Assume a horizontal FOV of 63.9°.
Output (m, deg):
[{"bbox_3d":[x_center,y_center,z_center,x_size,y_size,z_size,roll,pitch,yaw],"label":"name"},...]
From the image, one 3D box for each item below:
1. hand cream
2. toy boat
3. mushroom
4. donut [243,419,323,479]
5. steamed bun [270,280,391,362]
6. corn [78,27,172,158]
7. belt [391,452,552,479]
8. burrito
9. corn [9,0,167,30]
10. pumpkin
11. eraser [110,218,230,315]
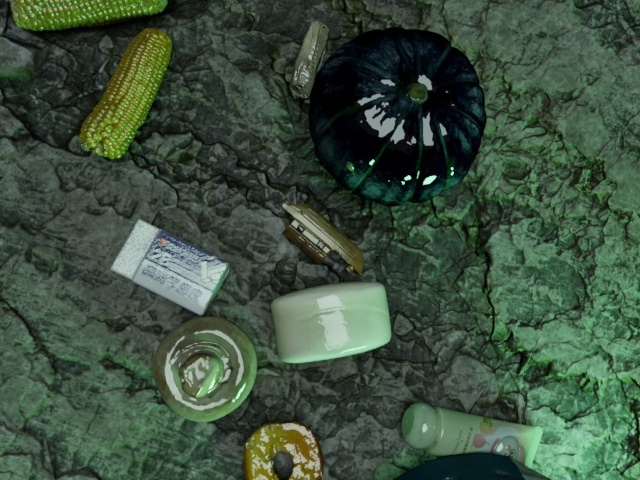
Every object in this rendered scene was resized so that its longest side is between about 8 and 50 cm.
[{"bbox_3d":[0.319,0.424,1.081,0.305,0.093,0.147,20,86,-12],"label":"hand cream"},{"bbox_3d":[0.000,0.000,1.105,0.226,0.068,0.088,41,86,-3],"label":"toy boat"},{"bbox_3d":[-0.224,0.248,0.985,0.204,0.204,0.204,1,83,-5],"label":"mushroom"},{"bbox_3d":[-0.075,0.453,1.044,0.162,0.065,0.178,2,84,0],"label":"donut"},{"bbox_3d":[0.024,0.161,1.036,0.241,0.164,0.146,-9,83,-5],"label":"steamed bun"},{"bbox_3d":[-0.400,-0.315,1.084,0.102,0.102,0.313,25,82,-2],"label":"corn"},{"bbox_3d":[0.276,0.586,0.983,0.436,0.173,0.300,-15,102,-8],"label":"belt"},{"bbox_3d":[-0.025,-0.405,1.158,0.058,0.045,0.188,15,84,22],"label":"burrito"},{"bbox_3d":[-0.475,-0.524,1.087,0.346,0.130,0.130,-13,85,-6],"label":"corn"},{"bbox_3d":[0.154,-0.252,1.049,0.363,0.266,0.364,1,79,-5],"label":"pumpkin"},{"bbox_3d":[-0.308,0.057,1.066,0.210,0.068,0.125,27,82,-1],"label":"eraser"}]
